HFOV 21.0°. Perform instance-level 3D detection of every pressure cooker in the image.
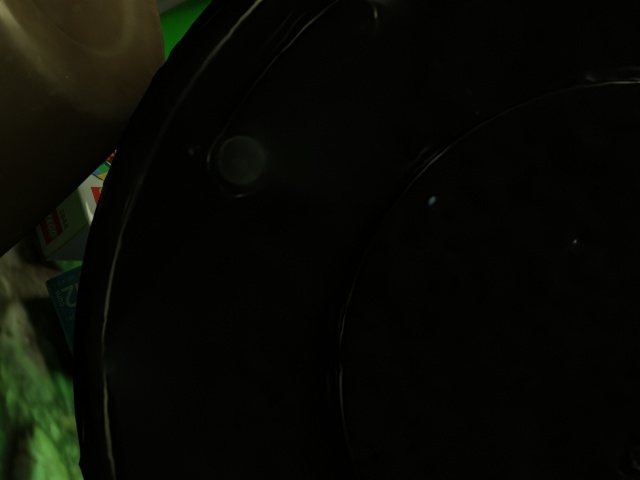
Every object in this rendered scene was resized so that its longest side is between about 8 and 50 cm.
[{"bbox_3d":[0.094,0.032,0.731,0.376,0.369,0.420,29,0,0],"label":"pressure cooker"}]

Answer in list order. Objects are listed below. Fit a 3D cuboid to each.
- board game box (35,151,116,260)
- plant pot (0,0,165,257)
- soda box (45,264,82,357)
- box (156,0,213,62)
[{"bbox_3d":[-0.128,-0.133,1.100,0.193,0.053,0.305,0,64,-47],"label":"board game box"},{"bbox_3d":[-0.194,-0.064,0.693,0.263,0.229,0.263,50,26,-35],"label":"plant pot"},{"bbox_3d":[-0.042,0.018,0.981,0.067,0.210,0.071,35,33,-78],"label":"soda box"},{"bbox_3d":[-0.136,-0.185,0.927,0.127,0.262,0.231,8,60,-66],"label":"box"}]
